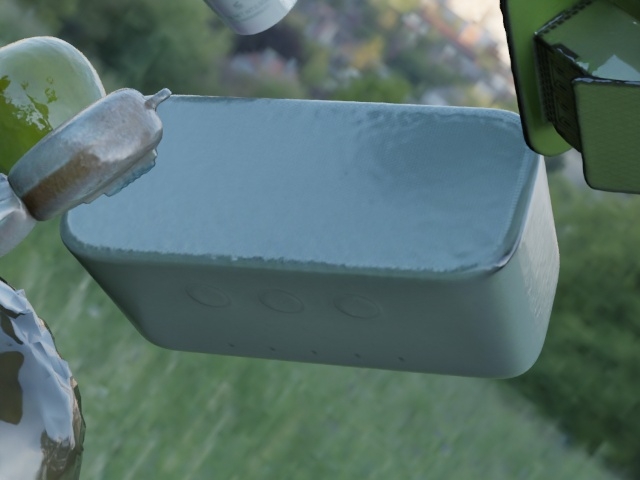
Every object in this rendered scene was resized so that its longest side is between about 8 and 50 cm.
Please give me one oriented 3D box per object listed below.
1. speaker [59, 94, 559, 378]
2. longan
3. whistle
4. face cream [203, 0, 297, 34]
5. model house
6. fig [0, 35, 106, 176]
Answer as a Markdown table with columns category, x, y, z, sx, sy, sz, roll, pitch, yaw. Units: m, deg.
| category | x | y | z | sx | sy | sz | roll | pitch | yaw |
| --- | --- | --- | --- | --- | --- | --- | --- | --- | --- |
| speaker | 0.000 | 0.000 | 1.467 | 0.406 | 0.183 | 0.184 | 4 | -35 | 22 |
| longan | -0.414 | 0.183 | 1.669 | 0.391 | 0.391 | 0.391 | 33 | 15 | -10 |
| whistle | -0.183 | -0.029 | 1.093 | 0.057 | 0.220 | 0.107 | 55 | -4 | -4 |
| face cream | -0.147 | -0.337 | 1.607 | 0.345 | 0.102 | 0.102 | 47 | 4 | -41 |
| model house | 0.292 | -0.113 | 1.195 | 0.279 | 0.205 | 0.218 | 41 | -19 | 37 |
| fig | -0.359 | -0.135 | 2.141 | 0.207 | 0.207 | 0.230 | -57 | 125 | -76 |
